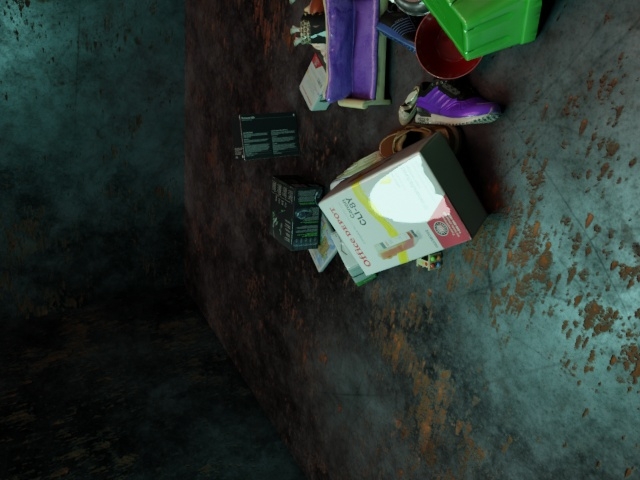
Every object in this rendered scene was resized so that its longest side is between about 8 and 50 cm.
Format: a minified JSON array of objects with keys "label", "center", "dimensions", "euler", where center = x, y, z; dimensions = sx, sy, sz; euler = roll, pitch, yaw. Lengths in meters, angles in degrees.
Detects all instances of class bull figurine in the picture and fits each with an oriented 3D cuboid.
[{"label":"bull figurine","center":[-0.009,-0.774,1.962],"dimensions":[0.101,0.188,0.311],"euler":[-21,-68,-79]}]

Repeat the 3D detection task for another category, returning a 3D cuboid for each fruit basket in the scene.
[{"label":"fruit basket","center":[0.407,-0.655,1.254],"dimensions":[0.283,0.392,0.392],"euler":[36,-148,-71]}]

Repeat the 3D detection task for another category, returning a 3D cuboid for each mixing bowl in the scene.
[{"label":"mixing bowl","center":[0.346,-0.519,1.463],"dimensions":[0.181,0.098,0.182],"euler":[6,109,18]}]

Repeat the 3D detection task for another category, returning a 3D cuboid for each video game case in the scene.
[{"label":"video game case","center":[0.000,0.000,2.326],"dimensions":[0.193,0.023,0.212],"euler":[65,147,22]}]

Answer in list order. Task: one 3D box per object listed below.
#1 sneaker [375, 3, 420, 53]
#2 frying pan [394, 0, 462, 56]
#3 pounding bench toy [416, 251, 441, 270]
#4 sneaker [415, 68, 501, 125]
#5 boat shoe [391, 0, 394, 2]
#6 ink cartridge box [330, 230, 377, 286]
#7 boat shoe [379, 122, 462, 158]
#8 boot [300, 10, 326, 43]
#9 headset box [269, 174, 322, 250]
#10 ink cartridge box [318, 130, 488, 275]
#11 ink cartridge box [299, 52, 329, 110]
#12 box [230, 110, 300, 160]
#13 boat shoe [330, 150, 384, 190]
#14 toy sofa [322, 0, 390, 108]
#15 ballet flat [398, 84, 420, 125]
[{"label":"sneaker","center":[0.262,-0.611,1.624],"dimensions":[0.232,0.081,0.090],"euler":[42,106,27]},{"label":"frying pan","center":[0.278,-0.656,1.532],"dimensions":[0.197,0.053,0.326],"euler":[0,103,37]},{"label":"pounding bench toy","center":[0.341,0.044,1.739],"dimensions":[0.065,0.052,0.083],"euler":[22,118,55]},{"label":"sneaker","center":[0.360,-0.390,1.511],"dimensions":[0.293,0.102,0.146],"euler":[21,117,55]},{"label":"boat shoe","center":[0.177,-0.838,1.660],"dimensions":[0.324,0.116,0.097],"euler":[59,140,23]},{"label":"ink cartridge box","center":[0.121,0.055,1.980],"dimensions":[0.153,0.086,0.208],"euler":[64,-177,23]},{"label":"boat shoe","center":[0.273,-0.293,1.671],"dimensions":[0.324,0.119,0.123],"euler":[2,102,59]},{"label":"boot","center":[0.025,-0.763,1.858],"dimensions":[0.178,0.085,0.237],"euler":[6,101,12]},{"label":"headset box","center":[-0.108,-0.111,2.326],"dimensions":[0.246,0.131,0.283],"euler":[33,123,58]},{"label":"ink cartridge box","center":[0.227,-0.091,1.592],"dimensions":[0.384,0.160,0.279],"euler":[-24,105,42]},{"label":"ink cartridge box","center":[0.001,-0.588,2.074],"dimensions":[0.127,0.072,0.175],"euler":[66,147,20]},{"label":"box","center":[-0.228,-0.436,2.325],"dimensions":[0.103,0.261,0.184],"euler":[15,112,57]},{"label":"boat shoe","center":[0.145,-0.233,1.949],"dimensions":[0.302,0.109,0.094],"euler":[-14,72,51]},{"label":"toy sofa","center":[0.119,-0.607,1.770],"dimensions":[0.150,0.177,0.363],"euler":[27,122,54]},{"label":"ballet flat","center":[0.271,-0.415,1.701],"dimensions":[0.057,0.052,0.168],"euler":[65,147,22]}]
